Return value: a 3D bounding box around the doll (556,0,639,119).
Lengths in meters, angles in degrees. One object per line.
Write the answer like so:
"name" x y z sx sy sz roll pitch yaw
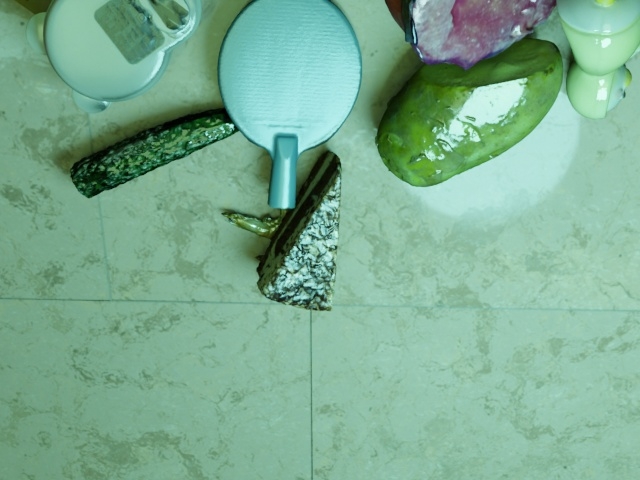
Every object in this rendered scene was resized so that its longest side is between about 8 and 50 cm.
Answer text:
"doll" 0.390 -0.268 1.156 0.117 0.141 0.296 0 149 21

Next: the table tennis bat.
"table tennis bat" -0.048 -0.208 1.266 0.215 0.044 0.329 1 110 -11

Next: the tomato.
"tomato" 0.200 -0.404 1.112 0.289 0.176 0.335 -14 128 -23

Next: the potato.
"potato" 0.211 -0.191 1.223 0.298 0.141 0.176 -34 132 20

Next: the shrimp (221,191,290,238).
"shrimp" -0.101 -0.048 1.376 0.114 0.023 0.083 15 112 -10

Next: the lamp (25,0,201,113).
"lamp" -0.280 -0.302 1.203 0.246 0.108 0.179 -31 116 10

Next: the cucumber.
"cucumber" -0.249 -0.147 1.314 0.293 0.067 0.067 -21 112 11

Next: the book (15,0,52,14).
"book" -0.351 -0.352 1.249 0.172 0.012 0.118 34 111 -12

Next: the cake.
"cake" 0.010 -0.007 1.343 0.135 0.112 0.246 26 107 -22
